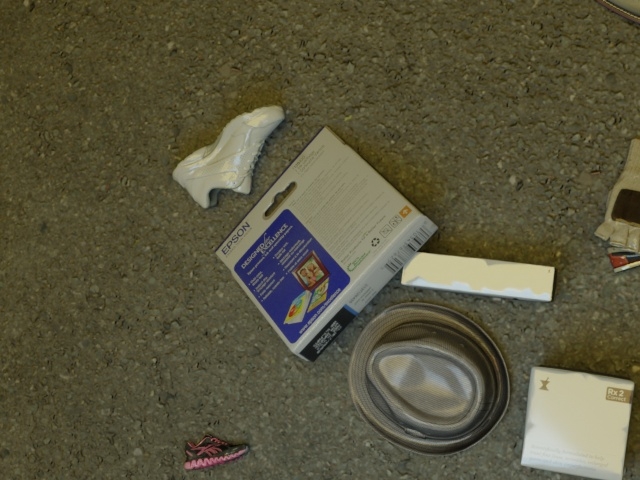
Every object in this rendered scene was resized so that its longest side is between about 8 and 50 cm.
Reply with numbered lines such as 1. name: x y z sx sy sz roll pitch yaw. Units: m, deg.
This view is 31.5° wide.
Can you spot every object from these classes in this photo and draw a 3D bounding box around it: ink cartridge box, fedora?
1. ink cartridge box: 0.000 0.000 1.893 0.303 0.072 0.307 -48 43 6
2. fedora: 0.165 0.224 1.826 0.275 0.124 0.243 29 92 15

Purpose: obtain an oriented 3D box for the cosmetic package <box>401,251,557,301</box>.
1. cosmetic package: 0.258 0.060 1.832 0.239 0.099 0.060 6 86 15

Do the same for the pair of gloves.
1. pair of gloves: 0.567 -0.048 1.759 0.240 0.042 0.204 21 74 19

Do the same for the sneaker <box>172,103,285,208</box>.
1. sneaker: -0.139 -0.141 1.966 0.232 0.090 0.115 -38 84 17

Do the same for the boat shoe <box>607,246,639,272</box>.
1. boat shoe: 0.525 0.013 1.796 0.137 0.049 0.043 -18 79 17

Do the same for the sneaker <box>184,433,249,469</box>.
1. sneaker: -0.182 0.358 1.947 0.119 0.047 0.057 -14 70 11

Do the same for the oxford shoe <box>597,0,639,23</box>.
1. oxford shoe: 0.455 -0.482 1.806 0.397 0.146 0.140 43 95 14

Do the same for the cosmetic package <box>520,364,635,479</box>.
1. cosmetic package: 0.394 0.275 1.733 0.151 0.184 0.151 7 86 15
